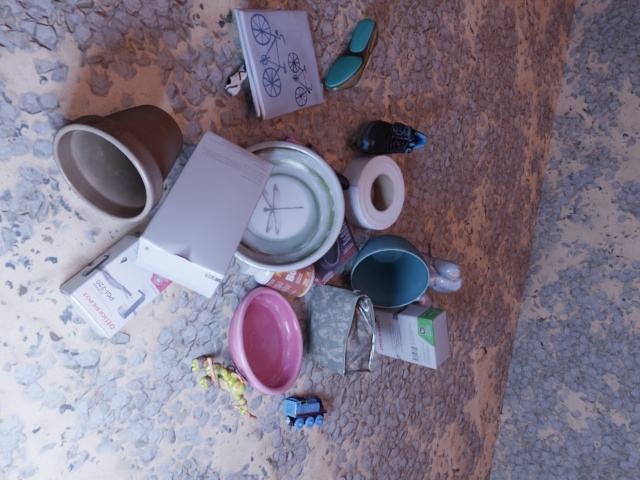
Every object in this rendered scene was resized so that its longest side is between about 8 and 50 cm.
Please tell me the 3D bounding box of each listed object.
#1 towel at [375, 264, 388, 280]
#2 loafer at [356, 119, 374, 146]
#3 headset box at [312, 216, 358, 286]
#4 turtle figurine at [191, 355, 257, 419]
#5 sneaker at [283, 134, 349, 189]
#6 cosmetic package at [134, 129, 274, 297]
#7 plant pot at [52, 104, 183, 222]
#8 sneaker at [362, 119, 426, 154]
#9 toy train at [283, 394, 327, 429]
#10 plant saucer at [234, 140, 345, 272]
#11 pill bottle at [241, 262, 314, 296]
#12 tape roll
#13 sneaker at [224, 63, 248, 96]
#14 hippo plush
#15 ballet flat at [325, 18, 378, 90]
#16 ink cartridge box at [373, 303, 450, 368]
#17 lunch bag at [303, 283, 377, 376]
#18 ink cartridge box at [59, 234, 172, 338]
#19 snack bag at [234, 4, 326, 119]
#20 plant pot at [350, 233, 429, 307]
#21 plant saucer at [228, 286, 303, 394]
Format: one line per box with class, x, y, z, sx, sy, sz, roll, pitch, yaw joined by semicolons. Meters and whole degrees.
towel;0.278;0.176;2.068;0.148;0.027;0.110;26;77;-11
loafer;0.170;-0.409;1.925;0.045;0.039;0.125;34;65;-7
headset box;0.000;0.000;1.755;0.218;0.110;0.293;-41;122;-34
turtle figurine;-0.283;0.395;1.453;0.087;0.217;0.269;-49;126;-28
sneaker;-0.009;-0.260;1.716;0.319;0.112;0.131;20;66;-48
cosmetic package;-0.291;-0.074;1.307;0.217;0.156;0.384;28;56;-10
plant pot;-0.455;-0.214;1.211;0.263;0.263;0.229;62;38;-30
sneaker;0.283;-0.390;1.923;0.341;0.140;0.125;-25;131;-47
toy train;-0.054;0.615;1.809;0.184;0.080;0.105;12;81;-45
plant saucer;-0.129;-0.100;1.541;0.401;0.100;0.400;1;83;-7
pill bottle;-0.136;0.095;1.612;0.216;0.121;0.121;23;79;-29
tape roll;0.201;-0.184;1.937;0.286;0.100;0.286;-8;102;-44
sneaker;-0.249;-0.484;1.496;0.044;0.040;0.109;32;69;-33
hippo plush;0.453;0.183;2.138;0.236;0.234;0.294;-51;127;-28
ballet flat;0.125;-0.637;1.813;0.342;0.116;0.124;-67;152;-20
ink cartridge box;0.362;0.371;2.038;0.122;0.289;0.211;-24;112;-43
lunch bag;0.073;0.300;1.778;0.169;0.235;0.286;2;94;-39
ink cartridge box;-0.514;0.114;1.279;0.218;0.092;0.158;-46;124;-29
snack bag;-0.117;-0.572;1.601;0.343;0.037;0.323;-33;117;-47
plant pot;0.262;0.089;1.944;0.195;0.290;0.290;-85;151;-53
plant saucer;-0.176;0.314;1.577;0.332;0.084;0.332;35;48;-50
